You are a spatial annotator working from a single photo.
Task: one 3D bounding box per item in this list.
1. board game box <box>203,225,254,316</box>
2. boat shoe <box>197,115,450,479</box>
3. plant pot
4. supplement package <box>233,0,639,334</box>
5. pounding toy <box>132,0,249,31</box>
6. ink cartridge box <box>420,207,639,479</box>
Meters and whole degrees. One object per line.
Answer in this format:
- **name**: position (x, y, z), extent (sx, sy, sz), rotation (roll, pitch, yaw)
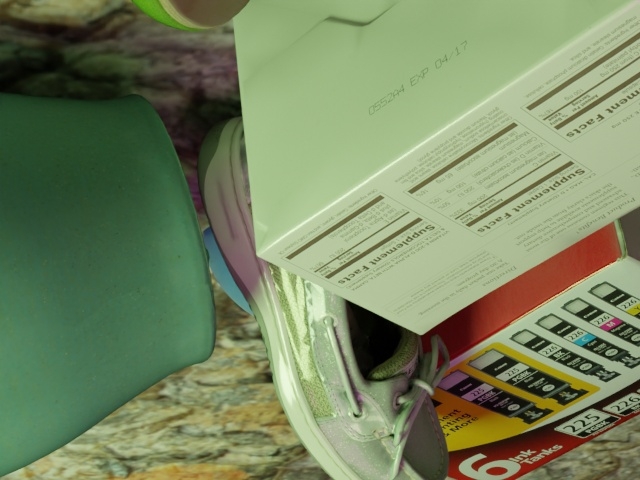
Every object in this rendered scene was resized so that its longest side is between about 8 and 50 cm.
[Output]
- **board game box**: position (0.000, 0.000, 1.121), extent (0.168, 0.033, 0.133), rotation (-34, 114, 31)
- **boat shoe**: position (0.023, 0.052, 1.050), extent (0.103, 0.118, 0.320), rotation (-14, 110, 28)
- **plant pot**: position (-0.210, 0.022, 0.952), extent (0.255, 0.272, 0.272), rotation (-15, 148, -15)
- **supplement package**: position (0.094, -0.107, 0.858), extent (0.262, 0.204, 0.145), rotation (-33, 137, 31)
- **pounding toy**: position (-0.100, -0.215, 0.724), extent (0.110, 0.183, 0.237), rotation (10, 151, 20)
- **ink cartridge box**: position (0.146, 0.054, 1.173), extent (0.271, 0.130, 0.309), rotation (23, 135, -36)
